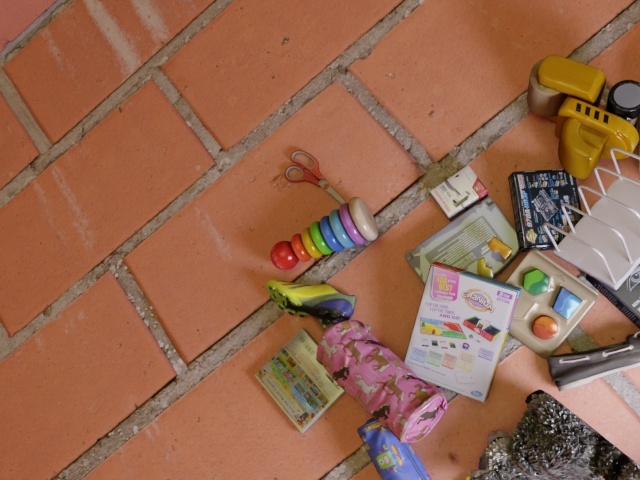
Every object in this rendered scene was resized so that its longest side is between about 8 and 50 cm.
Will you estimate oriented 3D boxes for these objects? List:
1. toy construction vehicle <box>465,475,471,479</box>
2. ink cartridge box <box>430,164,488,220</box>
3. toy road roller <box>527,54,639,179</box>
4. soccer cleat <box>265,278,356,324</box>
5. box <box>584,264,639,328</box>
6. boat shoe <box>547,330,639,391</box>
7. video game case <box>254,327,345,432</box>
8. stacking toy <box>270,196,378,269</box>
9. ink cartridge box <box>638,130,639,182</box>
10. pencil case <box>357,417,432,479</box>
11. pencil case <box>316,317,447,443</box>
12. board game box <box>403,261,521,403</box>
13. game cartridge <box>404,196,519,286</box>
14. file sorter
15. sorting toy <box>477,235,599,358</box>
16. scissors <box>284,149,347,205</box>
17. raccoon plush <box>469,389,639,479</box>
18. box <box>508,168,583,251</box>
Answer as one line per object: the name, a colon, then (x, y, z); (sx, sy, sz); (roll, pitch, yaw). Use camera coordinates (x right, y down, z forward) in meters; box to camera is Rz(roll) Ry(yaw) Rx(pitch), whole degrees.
toy construction vehicle: (0.377, 0.672, 1.752); (0.098, 0.035, 0.086); (-36, 58, 4)
ink cartridge box: (0.399, -0.136, 1.922); (0.135, 0.056, 0.099); (-35, 70, 7)
toy road roller: (0.682, -0.318, 1.782); (0.330, 0.202, 0.240); (30, 80, 22)
soccer cleat: (-0.028, 0.167, 1.986); (0.289, 0.093, 0.121); (17, 53, 25)
box: (0.810, 0.107, 1.704); (0.153, 0.108, 0.207); (-42, 68, 4)
boat shoe: (0.740, 0.283, 1.683); (0.335, 0.112, 0.095); (-25, 76, 15)
video game case: (-0.052, 0.408, 1.955); (0.206, 0.026, 0.227); (-45, 69, 3)
stacking toy: (0.000, 0.000, 1.990); (0.330, 0.141, 0.141); (-27, 70, 17)
ink cartridge box: (0.937, -0.280, 1.706); (0.198, 0.115, 0.272); (-8, 71, 54)
pencil case: (0.217, 0.606, 1.768); (0.133, 0.119, 0.306); (-42, 66, 33)
pencil case: (0.158, 0.367, 1.777); (0.386, 0.160, 0.167); (40, 115, 38)
board game box: (0.373, 0.242, 1.785); (0.242, 0.064, 0.316); (19, 102, 21)
game cartridge: (0.411, 0.038, 1.880); (0.297, 0.062, 0.198); (-35, 74, 7)
file sorter: (0.720, -0.064, 1.643); (0.277, 0.173, 0.193); (-48, 45, -3)
sorting toy: (0.538, 0.140, 1.759); (0.307, 0.041, 0.229); (37, 105, 9)
scissors: (0.013, -0.186, 2.077); (0.297, 0.021, 0.109); (30, 86, 23)
raccoon plush: (0.532, 0.546, 1.552); (0.216, 0.446, 0.299); (38, 92, -11)
box: (0.617, -0.084, 1.815); (0.175, 0.051, 0.220); (-4, 76, -3)
